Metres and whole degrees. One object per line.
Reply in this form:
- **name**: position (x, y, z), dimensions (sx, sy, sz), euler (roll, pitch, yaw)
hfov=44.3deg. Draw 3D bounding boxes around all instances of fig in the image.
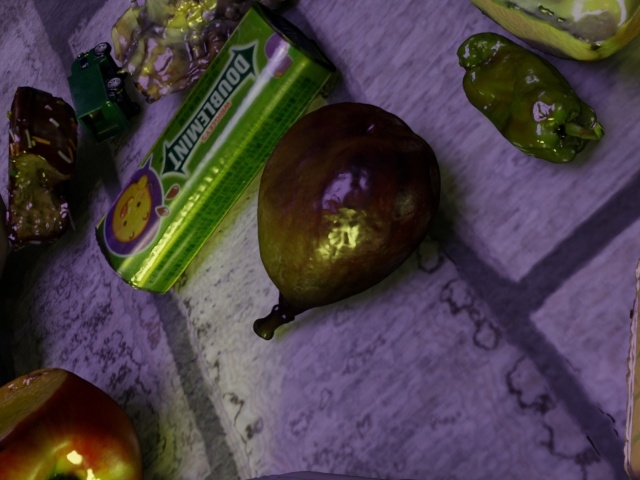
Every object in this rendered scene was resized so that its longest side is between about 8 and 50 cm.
- **fig**: position (-0.002, -0.001, 0.747), dimensions (0.274, 0.146, 0.170), euler (-59, 43, 28)

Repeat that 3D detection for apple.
- **apple**: position (0.207, -0.255, 0.655), dimensions (0.193, 0.120, 0.265), euler (-46, 51, 3)

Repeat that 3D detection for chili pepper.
- **chili pepper**: position (0.180, -0.107, 0.654), dimensions (0.072, 0.073, 0.204), euler (-65, 31, 28)

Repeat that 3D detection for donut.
- **donut**: position (-0.400, -0.104, 1.131), dimensions (0.216, 0.096, 0.230), euler (-130, 45, -61)

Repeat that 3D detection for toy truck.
- **toy truck**: position (-0.315, -0.217, 1.137), dimensions (0.079, 0.065, 0.147), euler (-25, 52, 0)

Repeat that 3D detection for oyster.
- **oyster**: position (-0.160, -0.326, 1.008), dimensions (0.355, 0.107, 0.201), euler (-30, 60, 21)

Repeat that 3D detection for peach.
- **peach**: position (-0.333, 0.273, 0.867), dimensions (0.275, 0.249, 0.245), euler (4, 100, 52)

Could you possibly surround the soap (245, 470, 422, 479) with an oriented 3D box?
- **soap**: position (0.054, 0.305, 0.558), dimensions (0.446, 0.156, 0.261), euler (-7, 71, 42)

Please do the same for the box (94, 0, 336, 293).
- **box**: position (-0.130, -0.106, 0.918), dimensions (0.345, 0.097, 0.134), euler (-50, 47, 17)

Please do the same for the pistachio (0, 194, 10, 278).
- **pistachio**: position (-0.575, 0.011, 1.179), dimensions (0.309, 0.230, 0.230), euler (-60, 39, 45)

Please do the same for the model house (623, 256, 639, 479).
- **model house**: position (0.281, 0.061, 0.380), dimensions (0.326, 0.244, 0.169), euler (1, 78, 44)

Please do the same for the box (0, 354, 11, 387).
- **box**: position (-0.553, 0.267, 1.101), dimensions (0.350, 0.091, 0.359), euler (-31, 78, 30)
